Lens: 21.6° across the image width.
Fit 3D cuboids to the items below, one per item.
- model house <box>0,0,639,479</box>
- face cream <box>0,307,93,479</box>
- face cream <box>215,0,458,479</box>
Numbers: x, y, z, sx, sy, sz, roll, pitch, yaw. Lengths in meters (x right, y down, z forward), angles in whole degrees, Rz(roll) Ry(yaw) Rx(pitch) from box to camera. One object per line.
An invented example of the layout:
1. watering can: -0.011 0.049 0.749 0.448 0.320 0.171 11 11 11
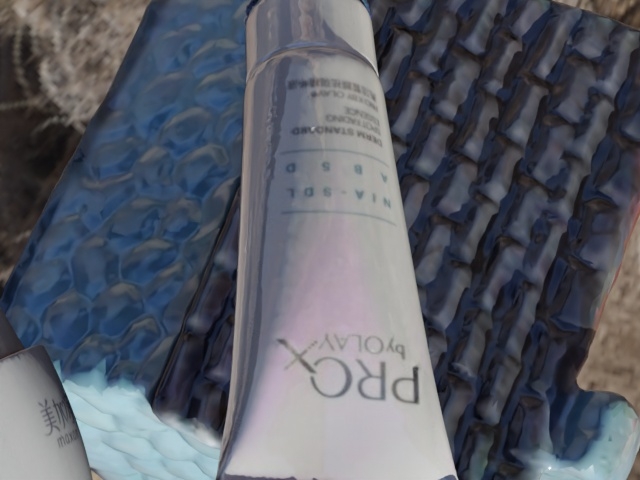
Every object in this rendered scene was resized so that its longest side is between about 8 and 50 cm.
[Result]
1. model house: 0.062 0.012 0.975 0.339 0.360 0.297 5 150 38
2. face cream: -0.148 0.084 0.637 0.117 0.117 0.104 -32 86 31
3. face cream: 0.000 0.000 0.667 0.092 0.243 0.058 5 144 -13
